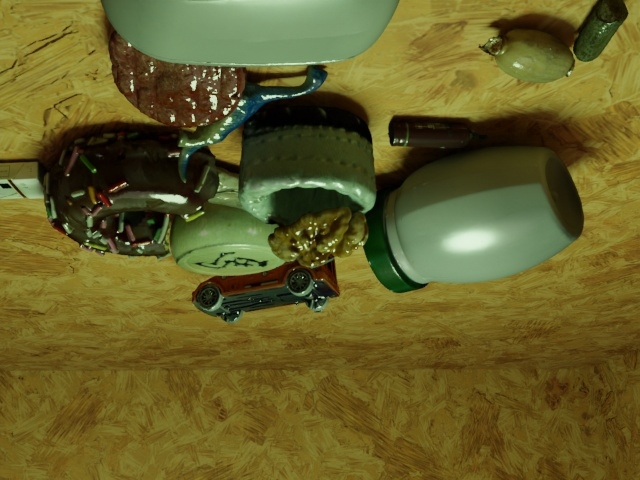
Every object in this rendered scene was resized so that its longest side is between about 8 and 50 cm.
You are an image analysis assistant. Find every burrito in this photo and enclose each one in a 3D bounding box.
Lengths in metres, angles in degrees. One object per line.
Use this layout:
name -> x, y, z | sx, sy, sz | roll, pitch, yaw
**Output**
burrito -> -0.128, -0.087, 1.387 | 0.226, 0.060, 0.087 | 12, 153, -34

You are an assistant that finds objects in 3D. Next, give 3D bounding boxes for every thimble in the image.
thimble -> -0.028, -0.117, 1.205 | 0.237, 0.150, 0.237 | -2, 161, -1

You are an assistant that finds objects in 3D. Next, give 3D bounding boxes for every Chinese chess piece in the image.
Chinese chess piece -> -0.182, -0.002, 1.520 | 0.250, 0.101, 0.250 | -5, 163, -1

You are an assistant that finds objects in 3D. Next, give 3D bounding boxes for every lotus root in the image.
lotus root -> 0.290, -0.254, 1.022 | 0.150, 0.062, 0.073 | 9, 157, -22

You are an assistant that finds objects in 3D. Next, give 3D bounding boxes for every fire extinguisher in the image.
fire extinguisher -> 0.193, -0.175, 1.238 | 0.158, 0.043, 0.064 | 1, -172, -10

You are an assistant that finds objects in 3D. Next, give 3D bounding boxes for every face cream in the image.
face cream -> 0.273, -0.037, 1.361 | 0.357, 0.219, 0.312 | -17, 155, 33

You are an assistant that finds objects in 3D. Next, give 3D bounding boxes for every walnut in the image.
walnut -> 0.000, 0.000, 1.219 | 0.170, 0.069, 0.143 | -24, 153, 39

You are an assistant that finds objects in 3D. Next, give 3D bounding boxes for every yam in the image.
yam -> 0.374, -0.282, 0.995 | 0.043, 0.043, 0.094 | -2, 160, -4

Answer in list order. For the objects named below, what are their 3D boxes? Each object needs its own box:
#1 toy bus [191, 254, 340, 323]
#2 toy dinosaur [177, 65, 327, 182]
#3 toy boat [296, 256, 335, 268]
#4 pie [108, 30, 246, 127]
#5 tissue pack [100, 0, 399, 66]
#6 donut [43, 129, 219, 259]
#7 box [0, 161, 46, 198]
toy bus -> -0.131, 0.092, 1.723 | 0.329, 0.153, 0.143 | -11, 156, 16
toy dinosaur -> -0.118, -0.178, 1.118 | 0.188, 0.075, 0.247 | 9, 133, -20
toy boat -> 0.006, -0.027, 1.517 | 0.093, 0.103, 0.246 | -21, 162, -28
pie -> -0.187, -0.222, 0.972 | 0.182, 0.049, 0.182 | 5, 137, 4
tissue pack -> -0.051, -0.289, 0.523 | 0.230, 0.333, 0.236 | -1, 178, -8
donut -> -0.345, -0.073, 1.300 | 0.259, 0.136, 0.345 | 5, 156, -29
box -> -0.561, -0.104, 1.306 | 0.154, 0.040, 0.084 | -2, 158, -1
